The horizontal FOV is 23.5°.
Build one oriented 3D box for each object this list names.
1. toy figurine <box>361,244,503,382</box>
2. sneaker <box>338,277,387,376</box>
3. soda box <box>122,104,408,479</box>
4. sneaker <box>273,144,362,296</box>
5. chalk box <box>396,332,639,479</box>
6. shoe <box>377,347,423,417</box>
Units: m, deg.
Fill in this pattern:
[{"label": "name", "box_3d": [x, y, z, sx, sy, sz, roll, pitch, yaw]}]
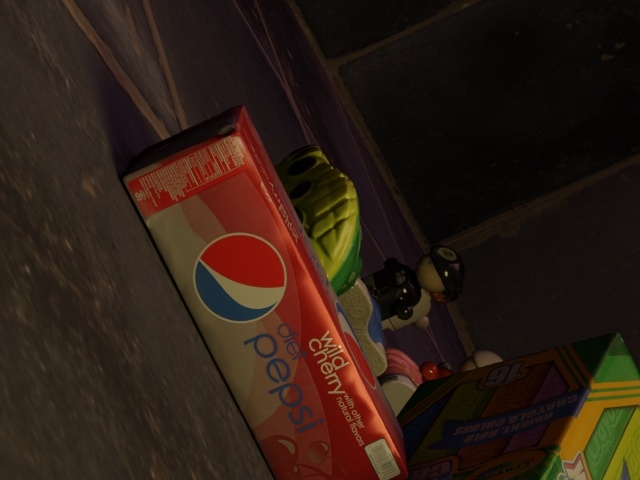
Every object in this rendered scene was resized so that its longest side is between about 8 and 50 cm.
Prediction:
[{"label": "toy figurine", "box_3d": [0.137, 0.120, 1.864, 0.213, 0.148, 0.209, 66, 6, 11]}, {"label": "sneaker", "box_3d": [0.030, 0.066, 1.580, 0.084, 0.058, 0.152, -100, 169, -45]}, {"label": "soda box", "box_3d": [-0.033, 0.048, 1.021, 0.092, 0.083, 0.263, -88, 154, -76]}, {"label": "sneaker", "box_3d": [0.000, 0.000, 1.358, 0.123, 0.109, 0.295, 59, 7, -17]}, {"label": "chalk box", "box_3d": [0.129, 0.219, 1.052, 0.180, 0.179, 0.289, 64, 31, -13]}, {"label": "shoe", "box_3d": [0.113, 0.203, 1.730, 0.178, 0.063, 0.081, 58, 14, -25]}]
